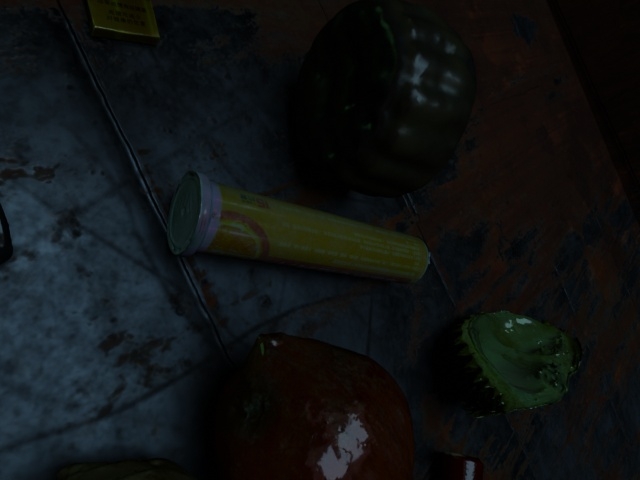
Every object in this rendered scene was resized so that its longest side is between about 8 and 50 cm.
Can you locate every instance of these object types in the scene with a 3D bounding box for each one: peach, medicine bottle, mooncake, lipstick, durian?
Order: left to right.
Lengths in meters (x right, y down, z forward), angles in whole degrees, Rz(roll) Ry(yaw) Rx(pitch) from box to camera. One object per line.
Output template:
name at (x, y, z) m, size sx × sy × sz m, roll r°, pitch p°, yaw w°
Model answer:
peach at (-0.012, 0.215, 0.481) m, size 0.232 × 0.233 × 0.256 m, roll -32°, pitch 116°, yaw -40°
medicine bottle at (0.000, 0.000, 0.637) m, size 0.426 × 0.108 × 0.108 m, roll 12°, pitch 70°, yaw -36°
mooncake at (0.084, -0.215, 0.652) m, size 0.161 × 0.290 × 0.290 m, roll 6°, pitch 73°, yaw -36°
lipstick at (0.223, 0.483, 0.691) m, size 0.080 × 0.080 × 0.241 m, roll 29°, pitch 59°, yaw -29°
durian at (0.377, 0.214, 0.819) m, size 0.395 × 0.198 × 0.163 m, roll -10°, pitch 82°, yaw -42°

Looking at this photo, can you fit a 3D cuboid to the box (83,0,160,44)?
box at (-0.280, -0.347, 0.571) m, size 0.089 × 0.022 × 0.156 m, roll -13°, pitch 85°, yaw -42°

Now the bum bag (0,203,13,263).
bum bag at (-0.387, -0.102, 0.379) m, size 0.137 × 0.074 × 0.309 m, roll -14°, pitch 88°, yaw -44°

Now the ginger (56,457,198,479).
ginger at (-0.109, 0.272, 0.298) m, size 0.236 × 0.376 × 0.166 m, roll 42°, pitch 57°, yaw -32°
